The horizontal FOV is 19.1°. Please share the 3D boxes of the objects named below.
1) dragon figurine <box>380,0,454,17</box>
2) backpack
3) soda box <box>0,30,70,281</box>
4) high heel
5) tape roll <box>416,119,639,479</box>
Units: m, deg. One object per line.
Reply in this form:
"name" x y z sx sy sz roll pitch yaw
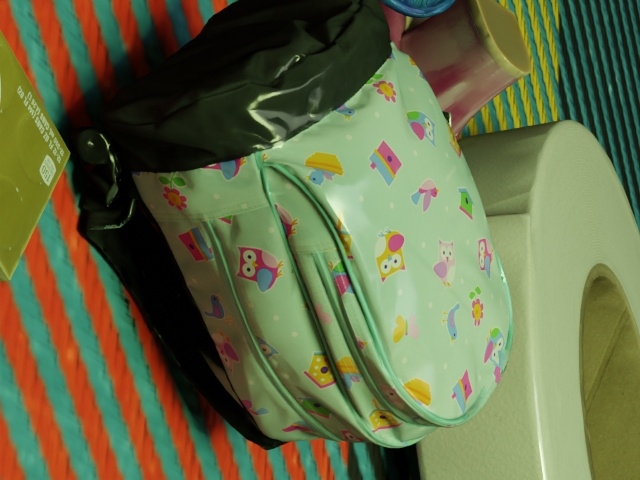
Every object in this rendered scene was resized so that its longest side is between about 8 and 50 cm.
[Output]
"dragon figurine" 0.019 -0.155 0.910 0.144 0.085 0.289 63 35 -44
"backpack" 0.000 0.000 0.764 0.152 0.115 0.182 -41 118 -42
"soda box" -0.143 -0.069 0.552 0.061 0.058 0.181 -72 147 -43
"high heel" 0.035 -0.138 1.012 0.082 0.117 0.244 26 37 -44
"tape roll" 0.148 0.120 1.133 0.392 0.072 0.392 -9 90 -70
